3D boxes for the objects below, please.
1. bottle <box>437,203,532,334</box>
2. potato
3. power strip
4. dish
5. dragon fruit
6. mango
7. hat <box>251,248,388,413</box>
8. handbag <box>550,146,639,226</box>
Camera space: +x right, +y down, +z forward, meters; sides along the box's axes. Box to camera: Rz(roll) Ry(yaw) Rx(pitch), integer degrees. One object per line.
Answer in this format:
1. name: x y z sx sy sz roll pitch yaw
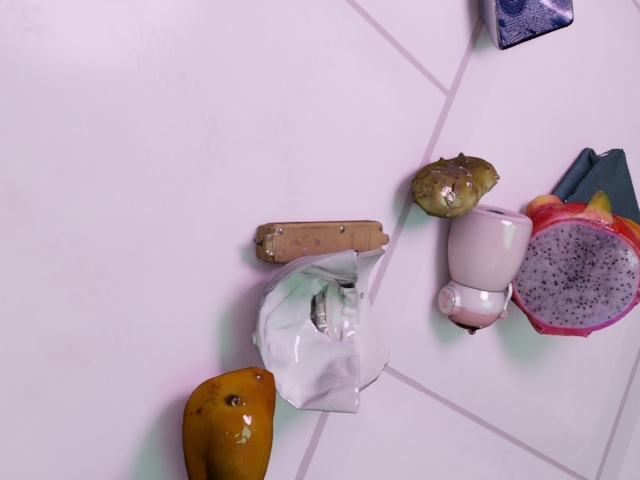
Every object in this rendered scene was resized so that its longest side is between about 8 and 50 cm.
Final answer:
1. bottle: 0.298 0.057 1.932 0.147 0.147 0.237 2 104 -45
2. potato: 0.242 -0.102 1.859 0.225 0.117 0.090 -24 150 -49
3. power strip: 0.000 0.000 1.688 0.305 0.044 0.064 -3 100 -46
4. dish: 0.371 -0.469 1.941 0.243 0.080 0.182 -25 114 -37
5. dragon fruit: 0.502 0.042 2.053 0.189 0.290 0.291 -65 146 -63
6. mango: -0.139 0.312 1.537 0.166 0.136 0.236 -89 -176 -56
7. hat: 0.012 0.115 1.672 0.301 0.168 0.258 -31 124 -66
8. handbag: 0.599 -0.021 2.252 0.238 0.089 0.326 -45 127 -30
